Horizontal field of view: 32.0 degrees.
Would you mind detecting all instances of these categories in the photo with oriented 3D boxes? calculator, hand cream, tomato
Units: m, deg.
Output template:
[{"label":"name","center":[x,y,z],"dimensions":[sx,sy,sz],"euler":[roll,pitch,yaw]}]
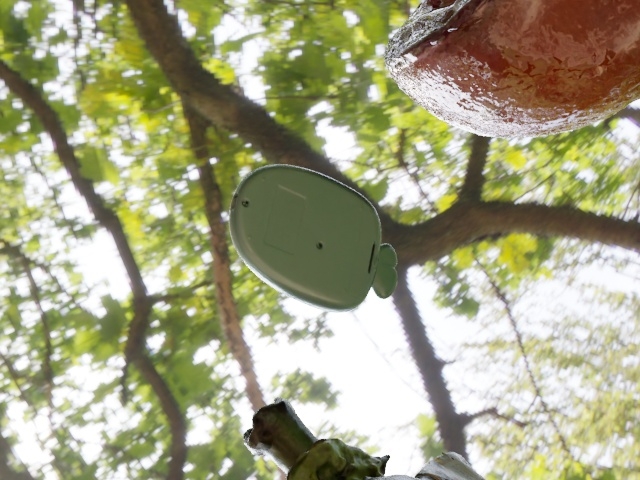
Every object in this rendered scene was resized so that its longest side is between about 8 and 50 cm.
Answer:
[{"label":"calculator","center":[0.000,0.000,0.798],"dimensions":[0.021,0.153,0.095],"euler":[-14,-122,54]},{"label":"hand cream","center":[0.127,0.232,1.067],"dimensions":[0.062,0.163,0.039],"euler":[33,-74,27]},{"label":"tomato","center":[0.223,-0.213,0.949],"dimensions":[0.176,0.289,0.335],"euler":[44,-89,-13]}]

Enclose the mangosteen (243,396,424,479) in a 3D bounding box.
[{"label":"mangosteen","center":[0.037,0.230,0.782],"dimensions":[0.231,0.231,0.289],"euler":[-33,-112,22]}]
